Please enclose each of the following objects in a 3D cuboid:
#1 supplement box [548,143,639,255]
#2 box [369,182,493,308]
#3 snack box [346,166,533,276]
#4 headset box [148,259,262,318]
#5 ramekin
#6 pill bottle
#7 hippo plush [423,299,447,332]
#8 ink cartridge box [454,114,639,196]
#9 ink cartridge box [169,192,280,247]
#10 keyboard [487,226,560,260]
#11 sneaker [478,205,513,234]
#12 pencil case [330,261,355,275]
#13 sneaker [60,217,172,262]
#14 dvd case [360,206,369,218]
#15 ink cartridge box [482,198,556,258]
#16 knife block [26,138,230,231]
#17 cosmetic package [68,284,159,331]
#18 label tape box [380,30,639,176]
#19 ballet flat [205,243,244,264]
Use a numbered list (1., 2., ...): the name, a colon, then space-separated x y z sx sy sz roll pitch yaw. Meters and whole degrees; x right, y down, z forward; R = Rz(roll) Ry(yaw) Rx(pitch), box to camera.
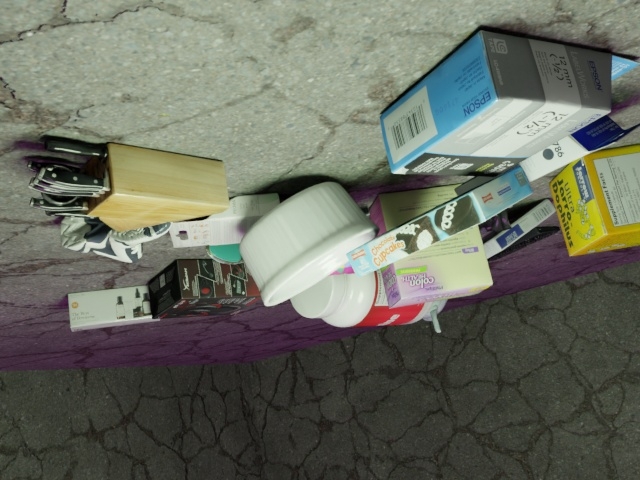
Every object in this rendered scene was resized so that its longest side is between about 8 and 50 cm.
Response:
1. supplement box: 0.751 -0.103 1.496 0.356 0.194 0.195 -9 164 -5
2. box: 0.244 0.012 1.475 0.213 0.243 0.117 -8 164 -11
3. snack box: 0.218 -0.031 1.228 0.187 0.060 0.322 -25 177 -45
4. headset box: -0.293 0.133 1.786 0.293 0.110 0.218 1 160 -36
5. ramekin: -0.030 0.002 1.316 0.277 0.135 0.277 -32 170 -6
6. pill bottle: 0.118 0.127 1.820 0.407 0.229 0.229 5 158 -43
7. hippo plush: 0.374 0.123 2.128 0.236 0.234 0.294 -42 178 1
8. ink cartridge box: 0.425 -0.159 1.230 0.165 0.065 0.332 -27 179 -41
9. ink cartridge box: -0.202 -0.039 1.367 0.224 0.056 0.181 -3 163 -9
10. keyboard: 0.619 0.020 2.146 0.201 0.033 0.317 -2 161 -27
11. sneaker: 0.394 -0.040 1.651 0.153 0.101 0.268 -9 165 -9
12. pencil case: -0.027 0.043 1.499 0.236 0.104 0.104 -7 164 -18
13. sneaker: -0.360 -0.017 1.251 0.234 0.094 0.153 -16 165 18
14. dvd case: 0.000 0.000 1.567 0.238 0.030 0.179 -12 150 -5
15. ink cartridge box: 0.496 -0.010 1.769 0.223 0.045 0.224 -32 175 -23
16. knife block: -0.300 -0.096 1.016 0.275 0.088 0.242 -10 165 1
17. cosmetic package: -0.574 0.186 1.814 0.239 0.099 0.060 -6 161 -18
18. label tape box: 0.308 -0.196 1.029 0.347 0.115 0.249 0 162 -30
19. ballet flat: -0.201 0.028 1.568 0.188 0.070 0.070 4 159 -37
